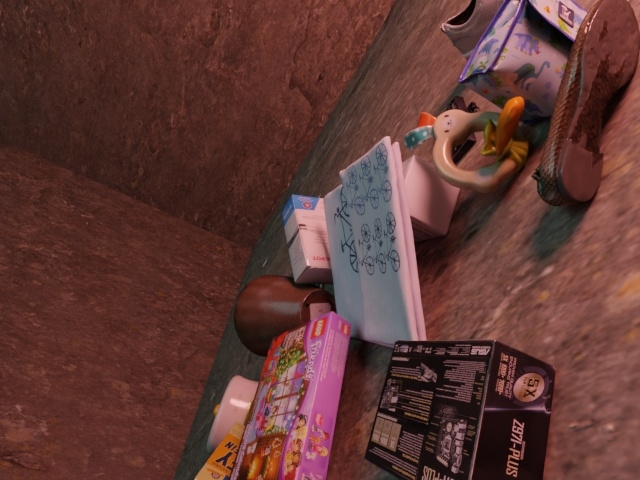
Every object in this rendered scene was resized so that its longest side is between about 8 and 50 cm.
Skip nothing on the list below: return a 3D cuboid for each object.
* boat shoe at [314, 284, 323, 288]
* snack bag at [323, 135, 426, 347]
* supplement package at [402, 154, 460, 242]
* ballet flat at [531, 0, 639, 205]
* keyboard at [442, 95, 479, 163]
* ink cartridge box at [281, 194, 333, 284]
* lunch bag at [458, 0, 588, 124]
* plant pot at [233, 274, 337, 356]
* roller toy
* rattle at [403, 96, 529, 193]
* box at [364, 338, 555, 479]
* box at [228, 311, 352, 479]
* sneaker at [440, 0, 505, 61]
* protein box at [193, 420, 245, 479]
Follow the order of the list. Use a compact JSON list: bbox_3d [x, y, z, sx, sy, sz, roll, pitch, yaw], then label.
[{"bbox_3d":[-0.033,0.156,1.182,0.152,0.049,0.056,-67,13,-10],"label":"boat shoe"},{"bbox_3d":[0.071,0.025,0.741,0.342,0.037,0.323,158,105,-71],"label":"snack bag"},{"bbox_3d":[0.152,-0.063,0.753,0.105,0.105,0.179,-68,14,-15],"label":"supplement package"},{"bbox_3d":[0.292,-0.155,0.461,0.058,0.084,0.250,177,111,-73],"label":"ballet flat"},{"bbox_3d":[0.263,-0.223,0.793,0.108,0.023,0.180,-53,19,40],"label":"keyboard"},{"bbox_3d":[0.000,0.000,0.988,0.086,0.148,0.203,-51,42,46],"label":"ink cartridge box"},{"bbox_3d":[0.283,-0.251,0.539,0.151,0.128,0.096,-63,15,3],"label":"lunch bag"},{"bbox_3d":[-0.064,0.181,1.001,0.230,0.215,0.215,-15,50,53],"label":"plant pot"},{"bbox_3d":[-0.196,0.445,1.022,0.191,0.146,0.209,-79,8,-79],"label":"roller toy"},{"bbox_3d":[0.185,-0.163,0.583,0.130,0.142,0.200,-52,54,18],"label":"rattle"},{"bbox_3d":[0.137,0.187,0.433,0.180,0.077,0.147,-34,33,65],"label":"box"},{"bbox_3d":[-0.051,0.289,0.732,0.201,0.057,0.293,-32,31,41],"label":"box"},{"bbox_3d":[0.331,-0.447,0.721,0.281,0.115,0.105,-47,23,45],"label":"sneaker"},{"bbox_3d":[-0.190,0.526,0.824,0.201,0.136,0.200,-63,-7,9],"label":"protein box"}]
